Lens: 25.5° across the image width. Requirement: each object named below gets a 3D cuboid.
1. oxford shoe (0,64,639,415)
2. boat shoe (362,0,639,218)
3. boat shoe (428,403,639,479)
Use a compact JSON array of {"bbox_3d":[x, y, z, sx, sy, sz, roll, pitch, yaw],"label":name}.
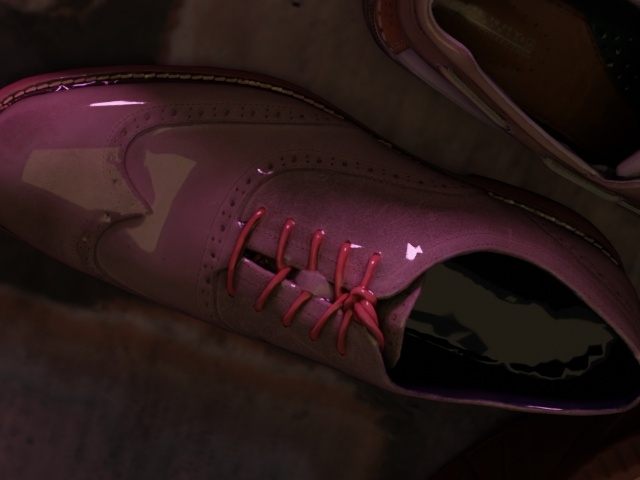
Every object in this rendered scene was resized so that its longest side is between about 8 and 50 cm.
[{"bbox_3d":[0.000,0.000,0.671,0.348,0.130,0.123,13,105,-9],"label":"oxford shoe"},{"bbox_3d":[0.162,-0.060,0.681,0.302,0.103,0.113,20,104,-11],"label":"boat shoe"},{"bbox_3d":[0.202,0.119,0.709,0.342,0.123,0.123,-35,109,22],"label":"boat shoe"}]
